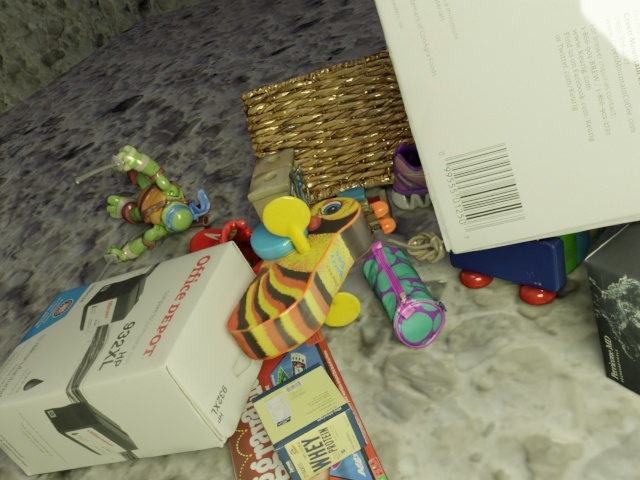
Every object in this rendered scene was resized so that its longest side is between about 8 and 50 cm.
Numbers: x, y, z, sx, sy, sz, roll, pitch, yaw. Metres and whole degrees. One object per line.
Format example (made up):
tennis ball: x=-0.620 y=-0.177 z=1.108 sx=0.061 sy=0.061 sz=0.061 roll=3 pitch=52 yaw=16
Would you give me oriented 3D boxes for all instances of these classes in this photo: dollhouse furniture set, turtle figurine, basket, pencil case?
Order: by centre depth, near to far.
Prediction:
pencil case: x=0.100 y=0.064 z=0.848 sx=0.064 sy=0.070 sz=0.152 roll=-31 pitch=29 yaw=3
dollhouse furniture set: x=0.003 y=-0.073 z=1.064 sx=0.183 sy=0.129 sz=0.129 roll=-17 pitch=31 yaw=12
turtle figurine: x=-0.356 y=-0.071 z=1.233 sx=0.274 sy=0.198 sz=0.266 roll=-29 pitch=27 yaw=-17
basket: x=0.038 y=-0.179 z=1.240 sx=0.299 sy=0.223 sz=0.213 roll=-14 pitch=-4 yaw=14

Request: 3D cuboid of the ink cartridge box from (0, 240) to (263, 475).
ink cartridge box: x=-0.232 y=0.145 z=0.847 sx=0.307 sy=0.129 sz=0.223 roll=-16 pitch=30 yaw=25

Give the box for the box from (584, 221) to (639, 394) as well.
box: x=0.330 y=0.077 z=0.594 sx=0.093 sy=0.156 sz=0.158 roll=-34 pitch=32 yaw=-16

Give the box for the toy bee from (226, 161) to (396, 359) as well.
toy bee: x=0.000 y=0.000 z=0.823 sx=0.162 sy=0.195 sz=0.298 roll=-10 pitch=60 yaw=26

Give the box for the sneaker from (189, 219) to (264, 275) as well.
sneaker: x=-0.117 y=0.017 z=1.014 sx=0.107 sy=0.118 sz=0.279 roll=-36 pitch=33 yaw=-23

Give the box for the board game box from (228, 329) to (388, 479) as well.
board game box: x=-0.033 y=0.201 z=0.763 sx=0.145 sy=0.027 sz=0.281 roll=-25 pitch=31 yaw=-3

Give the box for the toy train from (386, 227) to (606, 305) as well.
toy train: x=0.220 y=-0.014 z=0.874 sx=0.143 sy=0.105 sz=0.248 roll=-29 pitch=28 yaw=-33

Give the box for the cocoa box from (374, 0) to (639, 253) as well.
cocoa box: x=0.208 y=-0.199 z=0.679 sx=0.231 sy=0.347 sz=0.228 roll=-13 pitch=14 yaw=26

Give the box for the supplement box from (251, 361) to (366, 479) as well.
supplement box: x=-0.013 y=0.183 z=0.695 sx=0.083 sy=0.056 sz=0.083 roll=-28 pitch=31 yaw=-10

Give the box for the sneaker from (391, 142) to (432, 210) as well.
sneaker: x=0.209 y=-0.115 z=1.024 sx=0.236 sy=0.105 sz=0.095 roll=-7 pitch=33 yaw=23
